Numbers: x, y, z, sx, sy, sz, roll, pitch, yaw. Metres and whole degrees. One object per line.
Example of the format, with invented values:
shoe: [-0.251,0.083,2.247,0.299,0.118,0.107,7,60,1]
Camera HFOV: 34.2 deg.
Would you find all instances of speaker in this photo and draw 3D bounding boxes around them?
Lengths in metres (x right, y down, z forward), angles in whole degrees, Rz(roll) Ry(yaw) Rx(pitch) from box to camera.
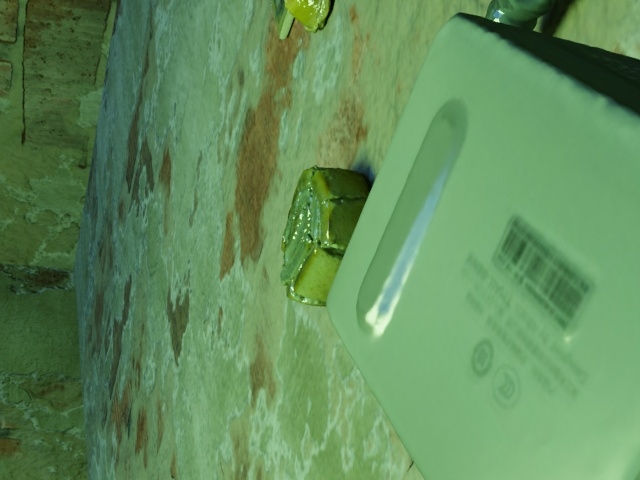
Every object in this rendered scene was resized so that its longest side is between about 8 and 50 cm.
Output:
speaker: [0.151,0.044,0.439,0.406,0.183,0.184,-124,48,-60]

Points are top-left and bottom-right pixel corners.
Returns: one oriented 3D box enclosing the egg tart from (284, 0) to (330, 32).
egg tart: [-0.015,-0.287,1.188,0.105,0.039,0.105,-173,90,-69]

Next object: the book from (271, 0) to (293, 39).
book: [-0.038,-0.378,1.315,0.168,0.013,0.192,113,154,-43]

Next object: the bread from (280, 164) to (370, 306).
bread: [0.000,0.000,1.037,0.117,0.064,0.156,-103,27,-43]

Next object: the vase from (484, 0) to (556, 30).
vase: [0.153,-0.206,0.659,0.060,0.060,0.211,-104,27,-43]
